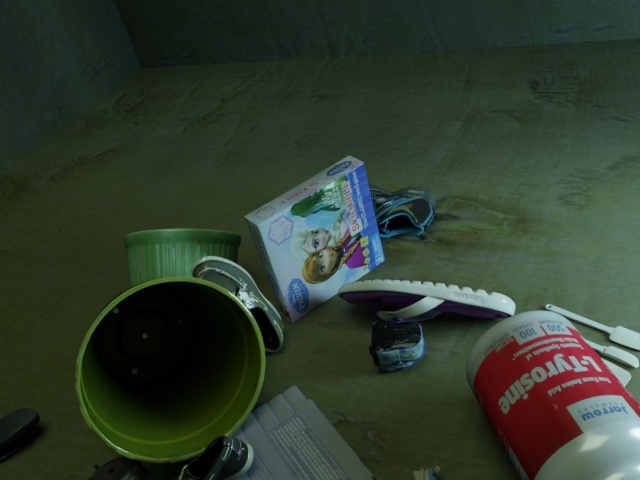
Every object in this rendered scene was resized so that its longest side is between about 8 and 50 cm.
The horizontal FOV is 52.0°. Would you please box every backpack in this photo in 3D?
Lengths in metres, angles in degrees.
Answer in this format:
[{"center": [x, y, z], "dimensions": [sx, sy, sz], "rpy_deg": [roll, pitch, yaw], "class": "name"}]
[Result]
[{"center": [0.173, 0.230, 1.449], "dimensions": [0.115, 0.084, 0.105], "rpy_deg": [-10, 34, 15], "class": "backpack"}]

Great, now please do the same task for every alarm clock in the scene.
[{"center": [-0.403, 0.491, 1.301], "dimensions": [0.129, 0.064, 0.192], "rpy_deg": [-38, 25, -32], "class": "alarm clock"}]

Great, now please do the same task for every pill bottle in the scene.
[{"center": [0.423, 0.323, 1.096], "dimensions": [0.229, 0.228, 0.407], "rpy_deg": [-18, 35, -3], "class": "pill bottle"}]

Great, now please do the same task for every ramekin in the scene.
[{"center": [-0.360, 0.064, 1.720], "dimensions": [0.304, 0.148, 0.303], "rpy_deg": [-2, -7, 0], "class": "ramekin"}]

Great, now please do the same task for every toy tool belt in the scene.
[{"center": [0.202, 0.444, 1.173], "dimensions": [0.051, 0.052, 0.083], "rpy_deg": [-23, 35, 5], "class": "toy tool belt"}]

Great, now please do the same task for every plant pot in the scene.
[{"center": [-0.352, 0.237, 1.424], "dimensions": [0.367, 0.366, 0.353], "rpy_deg": [-31, 16, -20], "class": "plant pot"}]

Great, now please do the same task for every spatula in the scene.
[{"center": [0.551, 0.214, 1.379], "dimensions": [0.242, 0.019, 0.168], "rpy_deg": [22, 51, 42], "class": "spatula"}]

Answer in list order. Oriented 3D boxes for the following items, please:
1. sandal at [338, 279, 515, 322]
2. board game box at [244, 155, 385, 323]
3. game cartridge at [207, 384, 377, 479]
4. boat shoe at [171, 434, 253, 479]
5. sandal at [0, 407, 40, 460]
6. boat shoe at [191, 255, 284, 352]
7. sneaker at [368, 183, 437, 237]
[{"center": [0.226, 0.156, 1.501], "dimensions": [0.417, 0.169, 0.102], "rpy_deg": [2, 72, 26], "class": "sandal"}, {"center": [0.000, 0.000, 1.635], "dimensions": [0.318, 0.318, 0.066], "rpy_deg": [-33, 39, -21], "class": "board game box"}, {"center": [-0.048, 0.448, 1.264], "dimensions": [0.230, 0.068, 0.355], "rpy_deg": [-25, 36, -19], "class": "game cartridge"}, {"center": [-0.239, 0.450, 1.262], "dimensions": [0.233, 0.079, 0.084], "rpy_deg": [-38, 43, 15], "class": "boat shoe"}, {"center": [-0.759, 0.483, 1.513], "dimensions": [0.255, 0.054, 0.097], "rpy_deg": [-39, 33, -14], "class": "sandal"}, {"center": [-0.182, 0.152, 1.518], "dimensions": [0.109, 0.305, 0.091], "rpy_deg": [-34, 37, 8], "class": "boat shoe"}, {"center": [0.151, -0.081, 1.855], "dimensions": [0.341, 0.125, 0.139], "rpy_deg": [-1, 43, 24], "class": "sneaker"}]
